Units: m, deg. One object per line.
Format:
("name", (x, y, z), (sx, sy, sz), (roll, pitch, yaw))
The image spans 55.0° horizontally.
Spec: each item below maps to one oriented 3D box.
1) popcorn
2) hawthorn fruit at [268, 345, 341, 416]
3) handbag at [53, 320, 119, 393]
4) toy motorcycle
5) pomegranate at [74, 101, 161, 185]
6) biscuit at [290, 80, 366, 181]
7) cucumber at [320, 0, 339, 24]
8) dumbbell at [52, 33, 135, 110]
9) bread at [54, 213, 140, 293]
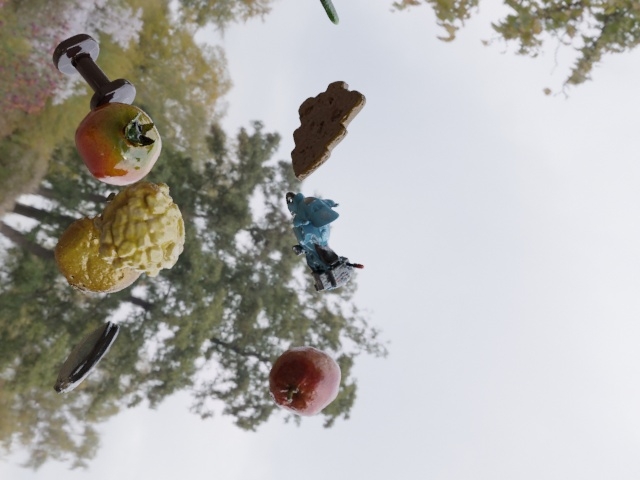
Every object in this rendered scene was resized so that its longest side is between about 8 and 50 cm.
("popcorn", (-0.311, -0.023, 1.067), (0.180, 0.170, 0.180), (-47, -174, 7))
("hawthorn fruit", (-0.050, 0.399, 1.733), (0.205, 0.205, 0.253), (-64, 170, 5))
("handbag", (-0.660, 0.330, 1.718), (0.332, 0.075, 0.191), (-29, -153, 54))
("toy motorcycle", (0.000, 0.000, 1.521), (0.123, 0.272, 0.182), (-30, -165, -25))
("pomegranate", (-0.529, -0.262, 1.648), (0.256, 0.221, 0.221), (-7, -115, 45))
("biscuit", (-0.001, -0.298, 1.685), (0.278, 0.043, 0.301), (17, -100, 53))
("cucumber", (0.022, -0.777, 2.015), (0.037, 0.155, 0.037), (-19, -141, 17))
("dumbbell", (-0.643, -0.467, 1.749), (0.140, 0.225, 0.124), (-35, 171, -26))
("bread", (-0.581, 0.029, 1.646), (0.240, 0.240, 0.139), (-51, -156, 25))
